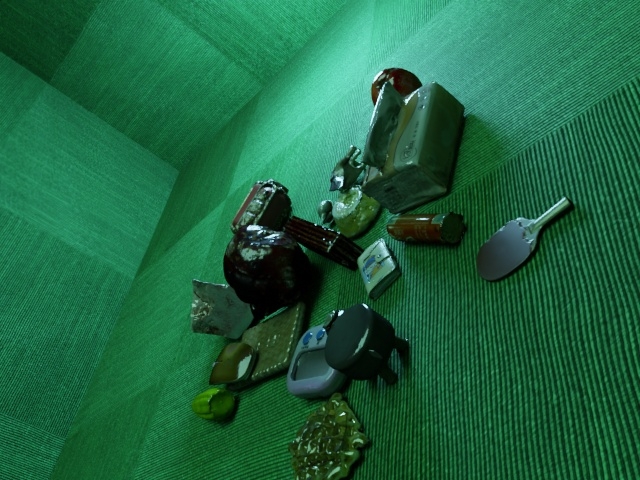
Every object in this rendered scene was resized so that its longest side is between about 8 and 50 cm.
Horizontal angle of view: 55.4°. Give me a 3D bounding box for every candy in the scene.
[{"bbox_3d":[-0.338,0.500,1.856,0.209,0.096,0.097,-24,39,53],"label":"candy"}]

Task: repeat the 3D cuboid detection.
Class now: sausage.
[{"bbox_3d":[0.243,-0.032,1.497,0.083,0.083,0.264,-62,24,-13],"label":"sausage"}]

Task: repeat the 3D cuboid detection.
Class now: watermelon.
[{"bbox_3d":[-0.328,0.210,2.066,0.310,0.231,0.193,18,109,47],"label":"watermelon"}]

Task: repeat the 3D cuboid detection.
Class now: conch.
[{"bbox_3d":[0.028,-0.089,1.967,0.076,0.056,0.086,-12,79,35],"label":"conch"}]

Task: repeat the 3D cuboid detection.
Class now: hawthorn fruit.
[{"bbox_3d":[0.239,-0.455,1.897,0.173,0.172,0.173,-41,29,28],"label":"hawthorn fruit"}]

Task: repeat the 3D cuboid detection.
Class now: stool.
[{"bbox_3d":[0.098,0.221,1.364,0.153,0.139,0.228,-46,27,18],"label":"stool"}]

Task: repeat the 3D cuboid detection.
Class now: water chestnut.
[{"bbox_3d":[-0.165,0.093,1.830,0.289,0.289,0.245,-10,49,57],"label":"water chestnut"}]

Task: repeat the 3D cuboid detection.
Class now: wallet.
[{"bbox_3d":[0.147,0.069,1.582,0.110,0.039,0.155,-48,27,18],"label":"wallet"}]

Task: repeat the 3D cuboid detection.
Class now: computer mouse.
[{"bbox_3d":[-0.277,0.378,1.848,0.245,0.056,0.126,-24,41,54],"label":"computer mouse"}]

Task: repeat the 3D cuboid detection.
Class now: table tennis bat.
[{"bbox_3d":[0.408,-0.007,1.237,0.234,0.022,0.131,-43,27,27],"label":"table tennis bat"}]

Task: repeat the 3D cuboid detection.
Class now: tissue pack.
[{"bbox_3d":[0.224,-0.268,1.637,0.238,0.238,0.306,-24,40,49],"label":"tissue pack"}]

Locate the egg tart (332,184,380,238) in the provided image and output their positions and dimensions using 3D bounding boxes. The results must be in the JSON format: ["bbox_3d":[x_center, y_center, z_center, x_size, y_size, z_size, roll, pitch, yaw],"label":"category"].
[{"bbox_3d":[0.105,-0.098,1.815,0.197,0.078,0.197,-38,32,29],"label":"egg tart"}]

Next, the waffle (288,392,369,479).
[{"bbox_3d":[0.004,0.455,1.350,0.204,0.054,0.223,-53,26,6],"label":"waffle"}]

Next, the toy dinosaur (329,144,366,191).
[{"bbox_3d":[0.087,-0.215,1.933,0.162,0.077,0.294,-52,-7,9],"label":"toy dinosaur"}]

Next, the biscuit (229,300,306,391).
[{"bbox_3d":[-0.157,0.318,1.806,0.324,0.044,0.217,-34,35,43],"label":"biscuit"}]

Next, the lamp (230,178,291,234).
[{"bbox_3d":[-0.222,-0.094,2.293,0.177,0.177,0.274,7,67,62],"label":"lamp"}]

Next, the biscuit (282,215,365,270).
[{"bbox_3d":[0.000,0.000,1.844,0.073,0.107,0.388,-57,25,-5],"label":"biscuit"}]

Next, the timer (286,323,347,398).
[{"bbox_3d":[0.003,0.299,1.522,0.208,0.069,0.191,-22,41,48],"label":"timer"}]
